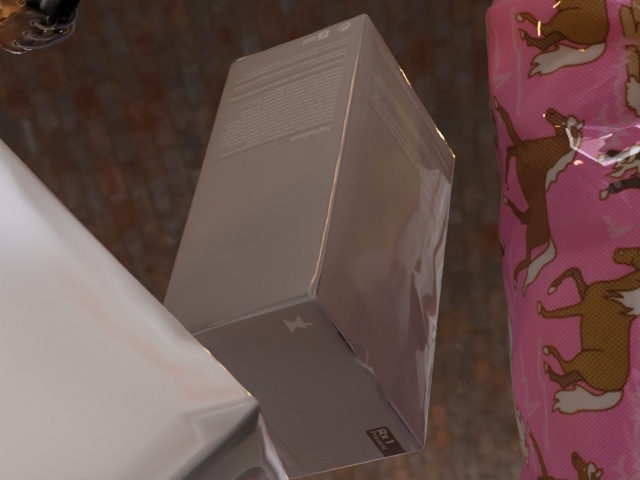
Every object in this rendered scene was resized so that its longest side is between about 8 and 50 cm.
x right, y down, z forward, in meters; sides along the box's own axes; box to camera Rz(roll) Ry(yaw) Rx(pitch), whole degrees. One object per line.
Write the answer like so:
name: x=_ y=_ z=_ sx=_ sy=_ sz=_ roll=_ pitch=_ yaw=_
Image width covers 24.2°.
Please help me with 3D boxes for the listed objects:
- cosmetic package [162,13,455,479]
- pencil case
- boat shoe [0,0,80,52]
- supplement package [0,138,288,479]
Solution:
cosmetic package: x=0.000 y=0.000 z=0.821 sx=0.127 sy=0.107 sz=0.238 roll=56 pitch=-148 yaw=-32
pencil case: x=0.166 y=0.056 z=0.723 sx=0.167 sy=0.160 sz=0.386 roll=13 pitch=-105 yaw=-73
boat shoe: x=-0.174 y=-0.150 z=0.891 sx=0.066 sy=0.183 sz=0.066 roll=-32 pitch=-63 yaw=-43
supplement package: x=-0.175 y=0.108 z=0.598 sx=0.262 sy=0.204 sz=0.145 roll=-42 pitch=-23 yaw=-13
